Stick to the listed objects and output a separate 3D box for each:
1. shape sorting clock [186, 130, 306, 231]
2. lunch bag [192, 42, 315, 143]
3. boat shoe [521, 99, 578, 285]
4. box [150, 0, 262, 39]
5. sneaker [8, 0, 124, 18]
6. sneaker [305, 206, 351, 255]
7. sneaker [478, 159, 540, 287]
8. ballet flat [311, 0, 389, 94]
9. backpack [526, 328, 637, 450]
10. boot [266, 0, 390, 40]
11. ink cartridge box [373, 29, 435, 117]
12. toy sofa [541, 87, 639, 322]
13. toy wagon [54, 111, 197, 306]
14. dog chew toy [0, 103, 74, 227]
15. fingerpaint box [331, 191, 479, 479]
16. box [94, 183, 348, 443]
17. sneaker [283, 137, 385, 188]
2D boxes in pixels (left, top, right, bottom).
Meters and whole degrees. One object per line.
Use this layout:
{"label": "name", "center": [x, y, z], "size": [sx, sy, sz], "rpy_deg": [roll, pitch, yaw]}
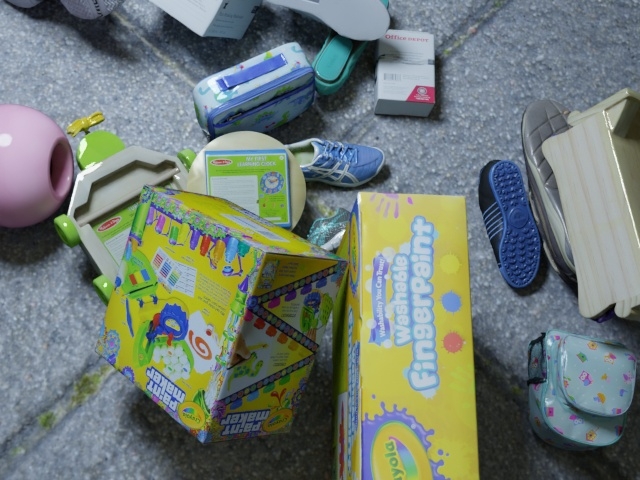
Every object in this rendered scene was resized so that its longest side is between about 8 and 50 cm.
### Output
{"label": "shape sorting clock", "center": [-0.126, -0.086, 1.368], "size": [0.206, 0.040, 0.206], "rpy_deg": [0, 89, -13]}
{"label": "lunch bag", "center": [-0.117, -0.255, 1.420], "size": [0.218, 0.176, 0.090], "rpy_deg": [-27, 76, -13]}
{"label": "boat shoe", "center": [0.419, -0.082, 1.427], "size": [0.132, 0.130, 0.356], "rpy_deg": [-2, 67, -15]}
{"label": "box", "center": [-0.221, -0.468, 1.463], "size": [0.181, 0.181, 0.119], "rpy_deg": [36, 110, 7]}
{"label": "sneaker", "center": [-0.445, -0.526, 1.446], "size": [0.365, 0.137, 0.210], "rpy_deg": [16, 63, 34]}
{"label": "sneaker", "center": [0.000, 0.000, 1.418], "size": [0.166, 0.065, 0.076], "rpy_deg": [-30, 61, -16]}
{"label": "sneaker", "center": [0.338, -0.032, 1.445], "size": [0.081, 0.090, 0.233], "rpy_deg": [-9, 95, -7]}
{"label": "ballet flat", "center": [0.048, -0.377, 1.521], "size": [0.083, 0.087, 0.247], "rpy_deg": [31, 69, -2]}
{"label": "backpack", "center": [0.432, 0.252, 1.324], "size": [0.165, 0.144, 0.189], "rpy_deg": [14, 74, -6]}
{"label": "boot", "center": [0.013, -0.448, 1.462], "size": [0.258, 0.123, 0.095], "rpy_deg": [23, 116, 2]}
{"label": "ink cartridge box", "center": [0.159, -0.320, 1.524], "size": [0.109, 0.063, 0.151], "rpy_deg": [4, 71, -4]}
{"label": "toy sofa", "center": [0.504, -0.044, 1.293], "size": [0.150, 0.177, 0.363], "rpy_deg": [11, 61, -35]}
{"label": "toy wagon", "center": [-0.312, -0.058, 1.354], "size": [0.267, 0.068, 0.344], "rpy_deg": [-33, 89, -27]}
{"label": "dog chew toy", "center": [-0.593, -0.129, 1.333], "size": [0.331, 0.207, 0.207], "rpy_deg": [3, 72, 4]}
{"label": "fingerpaint box", "center": [0.111, 0.200, 1.192], "size": [0.163, 0.371, 0.445], "rpy_deg": [2, 71, -4]}
{"label": "box", "center": [-0.156, 0.100, 1.183], "size": [0.289, 0.177, 0.279], "rpy_deg": [27, 102, 39]}
{"label": "sneaker", "center": [0.016, -0.142, 1.444], "size": [0.211, 0.081, 0.080], "rpy_deg": [-5, 72, -6]}
